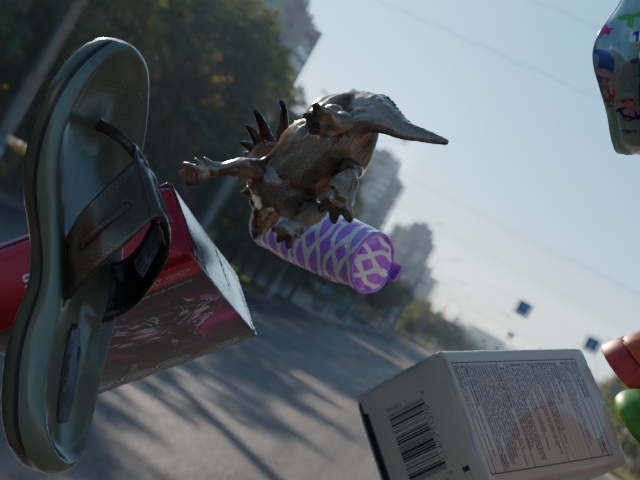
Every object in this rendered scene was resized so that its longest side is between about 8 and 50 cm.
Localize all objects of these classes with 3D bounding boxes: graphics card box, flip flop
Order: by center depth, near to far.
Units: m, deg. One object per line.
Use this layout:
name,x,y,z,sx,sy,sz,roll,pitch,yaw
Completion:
flip flop,-0.137,0.010,0.767,0.080,0.277,0.112,3,-12,20
graphics card box,-0.217,0.069,1.325,0.371,0.233,0.094,70,-1,-74

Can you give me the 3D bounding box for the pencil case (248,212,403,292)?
pencil case,0.000,0.000,1.519,0.206,0.086,0.088,26,-7,42

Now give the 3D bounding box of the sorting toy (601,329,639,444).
sorting toy,0.436,0.183,1.446,0.127,0.126,0.365,38,21,-9

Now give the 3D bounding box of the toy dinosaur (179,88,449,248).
toy dinosaur,-0.003,-0.093,1.231,0.127,0.295,0.200,58,31,-10

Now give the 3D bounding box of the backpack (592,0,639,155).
backpack,0.376,-0.149,1.131,0.191,0.225,0.253,7,-40,40

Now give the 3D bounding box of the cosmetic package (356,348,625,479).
cosmetic package,0.193,0.210,1.330,0.296,0.129,0.153,7,58,-49
